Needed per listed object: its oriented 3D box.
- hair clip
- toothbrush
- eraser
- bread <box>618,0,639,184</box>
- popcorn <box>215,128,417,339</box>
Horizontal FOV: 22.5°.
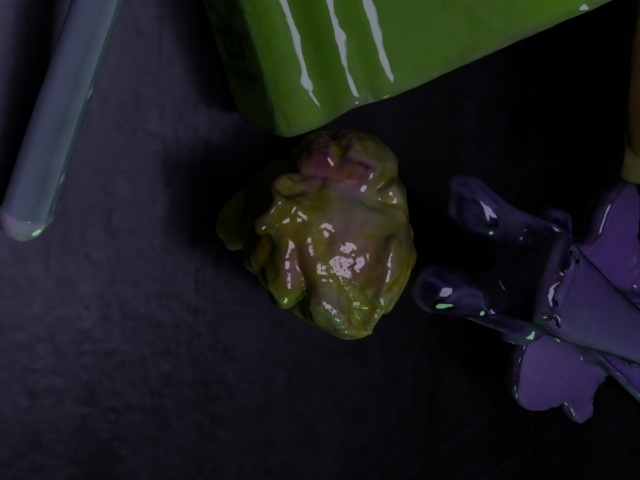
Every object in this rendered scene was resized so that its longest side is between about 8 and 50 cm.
[{"bbox_3d":[0.137,0.027,0.861,0.278,0.090,0.137,28,82,-61],"label":"hair clip"},{"bbox_3d":[-0.088,-0.150,0.709,0.030,0.025,0.342,22,113,4],"label":"toothbrush"},{"bbox_3d":[0.021,-0.215,0.770,0.210,0.092,0.274,-26,112,-17],"label":"eraser"},{"bbox_3d":[0.309,-0.163,0.837,0.277,0.167,0.325,13,101,8],"label":"bread"},{"bbox_3d":[0.002,0.001,0.797,0.089,0.109,0.097,-15,143,-22],"label":"popcorn"}]
